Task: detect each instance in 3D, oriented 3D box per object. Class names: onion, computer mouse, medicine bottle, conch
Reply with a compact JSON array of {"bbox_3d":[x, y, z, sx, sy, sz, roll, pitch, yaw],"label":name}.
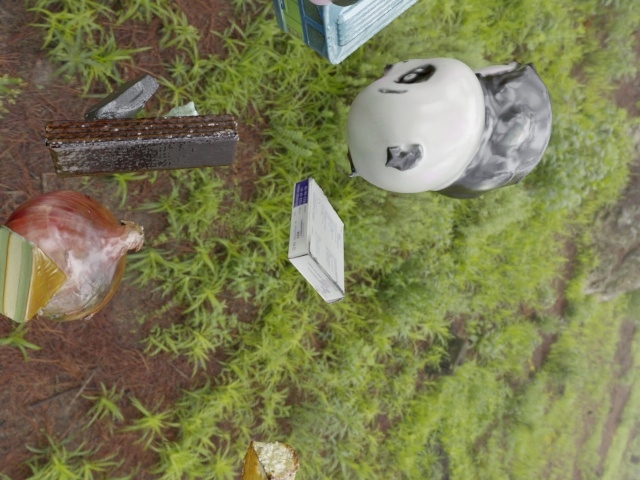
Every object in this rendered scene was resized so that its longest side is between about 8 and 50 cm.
[{"bbox_3d":[-0.667,0.043,1.336,0.354,0.354,0.353,-24,120,-51],"label":"onion"},{"bbox_3d":[-0.501,-0.348,1.292,0.217,0.122,0.073,-60,136,-38],"label":"computer mouse"},{"bbox_3d":[0.000,0.000,1.021,0.171,0.052,0.201,52,29,-45],"label":"medicine bottle"},{"bbox_3d":[-0.412,-0.374,1.617,0.234,0.114,0.137,24,88,-33],"label":"conch"}]

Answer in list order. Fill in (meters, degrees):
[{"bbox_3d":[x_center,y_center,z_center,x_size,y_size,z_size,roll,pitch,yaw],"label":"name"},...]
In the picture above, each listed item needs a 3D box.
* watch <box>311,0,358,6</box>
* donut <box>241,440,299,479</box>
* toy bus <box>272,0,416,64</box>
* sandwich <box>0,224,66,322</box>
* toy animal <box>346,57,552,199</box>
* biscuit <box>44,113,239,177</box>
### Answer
[{"bbox_3d":[0.000,-0.337,0.417,0.231,0.196,0.244,48,32,-31],"label":"watch"},{"bbox_3d":[-0.063,0.451,0.849,0.085,0.217,0.141,2,126,-33],"label":"donut"},{"bbox_3d":[0.070,-0.501,0.949,0.312,0.190,0.152,-42,156,-14],"label":"toy bus"},{"bbox_3d":[-0.526,0.064,0.871,0.113,0.079,0.163,-60,176,-26],"label":"sandwich"},{"bbox_3d":[0.192,-0.177,0.813,0.310,0.251,0.250,-13,114,-22],"label":"toy animal"},{"bbox_3d":[-0.372,-0.203,1.082,0.389,0.073,0.107,-7,149,-20],"label":"biscuit"}]
